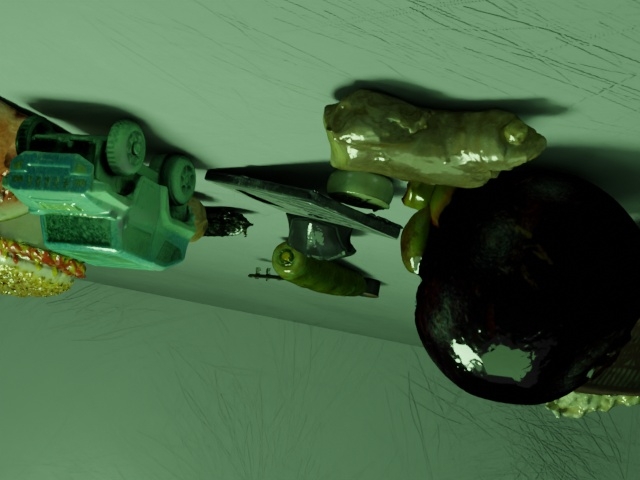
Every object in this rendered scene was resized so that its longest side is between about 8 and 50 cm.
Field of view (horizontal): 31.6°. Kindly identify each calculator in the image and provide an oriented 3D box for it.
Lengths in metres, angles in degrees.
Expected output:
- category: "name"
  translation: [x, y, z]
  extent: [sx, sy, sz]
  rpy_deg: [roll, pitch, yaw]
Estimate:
- category: "calculator"
  translation: [-0.029, -0.050, 1.486]
  extent: [0.161, 0.021, 0.261]
  rpy_deg: [21, 176, -37]

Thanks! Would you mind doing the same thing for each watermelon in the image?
- category: "watermelon"
  translation: [-0.435, -0.127, 1.445]
  extent: [0.128, 0.159, 0.303]
  rpy_deg: [49, -173, 26]

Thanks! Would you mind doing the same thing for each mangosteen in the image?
- category: "mangosteen"
  translation: [0.200, 0.029, 1.232]
  extent: [0.302, 0.275, 0.275]
  rpy_deg: [46, -176, 21]

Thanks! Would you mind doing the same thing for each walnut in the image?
- category: "walnut"
  translation: [-0.216, -0.037, 1.726]
  extent: [0.096, 0.082, 0.079]
  rpy_deg: [9, 143, 22]

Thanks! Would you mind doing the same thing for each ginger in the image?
- category: "ginger"
  translation: [0.105, -0.091, 1.070]
  extent: [0.213, 0.074, 0.137]
  rpy_deg: [2, 169, 11]

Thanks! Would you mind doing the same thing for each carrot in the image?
- category: "carrot"
  translation: [0.008, 0.064, 2.102]
  extent: [0.074, 0.074, 0.358]
  rpy_deg: [6, 172, 25]

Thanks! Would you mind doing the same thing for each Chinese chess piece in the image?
- category: "Chinese chess piece"
  translation: [0.049, -0.063, 1.401]
  extent: [0.084, 0.034, 0.084]
  rpy_deg: [11, 170, 2]

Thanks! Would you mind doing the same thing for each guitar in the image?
- category: "guitar"
  translation: [-0.012, 0.079, 2.291]
  extent: [0.271, 0.038, 0.084]
  rpy_deg: [9, 170, -10]

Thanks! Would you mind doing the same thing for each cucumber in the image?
- category: "cucumber"
  translation: [-0.179, -0.028, 1.824]
  extent: [0.181, 0.053, 0.053]
  rpy_deg: [0, 166, 40]

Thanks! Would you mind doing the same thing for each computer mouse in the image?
- category: "computer mouse"
  translation: [0.000, 0.000, 1.745]
  extent: [0.105, 0.062, 0.192]
  rpy_deg: [9, 169, 10]

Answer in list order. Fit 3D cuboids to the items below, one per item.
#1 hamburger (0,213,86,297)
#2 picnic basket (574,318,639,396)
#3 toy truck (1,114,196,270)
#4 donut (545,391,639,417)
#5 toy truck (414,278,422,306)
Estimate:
- category: "hamburger"
  translation: [-0.588, 0.016, 2.126]
  extent: [0.276, 0.179, 0.294]
  rpy_deg: [18, 168, -42]
- category: "picnic basket"
  translation: [0.381, 0.085, 1.475]
  extent: [0.222, 0.129, 0.297]
  rpy_deg: [55, 156, -12]
- category: "toy truck"
  translation: [-0.265, -0.054, 1.414]
  extent: [0.155, 0.156, 0.279]
  rpy_deg: [4, 170, 19]
- category: "donut"
  translation: [0.509, 0.174, 1.623]
  extent: [0.307, 0.150, 0.371]
  rpy_deg: [-26, -167, -17]
- category: "toy truck"
  translation: [0.244, 0.088, 1.944]
  extent: [0.116, 0.085, 0.191]
  rpy_deg: [-1, 164, 32]
